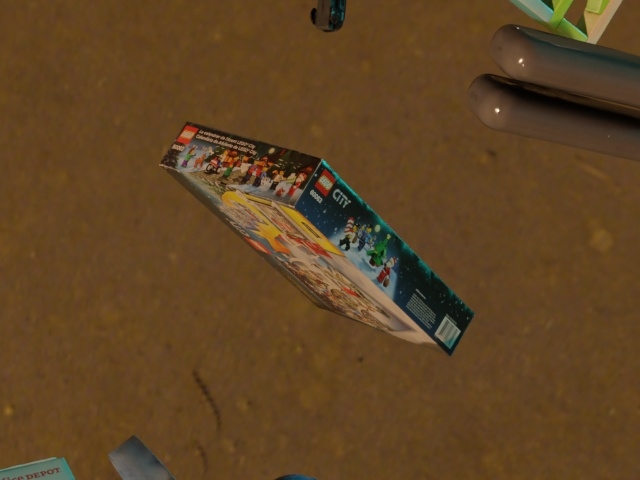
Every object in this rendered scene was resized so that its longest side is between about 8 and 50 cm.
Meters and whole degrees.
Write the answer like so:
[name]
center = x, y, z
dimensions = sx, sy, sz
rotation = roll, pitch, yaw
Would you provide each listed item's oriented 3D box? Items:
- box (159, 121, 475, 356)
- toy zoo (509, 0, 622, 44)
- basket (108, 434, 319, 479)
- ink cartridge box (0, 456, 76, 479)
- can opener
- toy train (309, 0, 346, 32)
[box]
center = 0.000, 0.000, 1.239
dimensions = 0.159, 0.233, 0.044
rotation = 19, 72, 44
[toy zoo]
center = 0.209, -0.328, 1.496
dimensions = 0.293, 0.192, 0.030
rotation = 30, 2, -37
[basket]
center = -0.030, 0.280, 1.086
dimensions = 0.201, 0.254, 0.289
rotation = -41, 37, -16
[ink cartridge box]
center = -0.293, 0.310, 1.638
dimensions = 0.109, 0.063, 0.150
rotation = -9, 50, -36
[can opener]
center = 0.231, -0.080, 1.053
dimensions = 0.280, 0.074, 0.093
rotation = 12, 25, -27
[toy train]
center = 0.015, -0.250, 1.306
dimensions = 0.027, 0.158, 0.036
rotation = 4, -4, 26
